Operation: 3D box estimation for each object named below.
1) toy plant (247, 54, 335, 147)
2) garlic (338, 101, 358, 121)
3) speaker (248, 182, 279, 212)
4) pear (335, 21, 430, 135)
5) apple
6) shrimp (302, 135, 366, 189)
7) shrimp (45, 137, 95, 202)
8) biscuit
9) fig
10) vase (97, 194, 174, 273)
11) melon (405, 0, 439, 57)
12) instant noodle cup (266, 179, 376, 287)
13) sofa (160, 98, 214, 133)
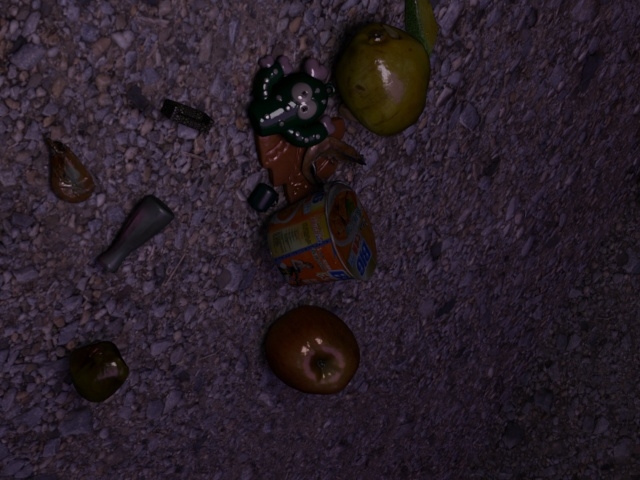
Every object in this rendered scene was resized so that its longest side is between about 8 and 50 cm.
[{"bbox_3d":[-0.068,-0.358,1.864,0.244,0.112,0.232,-1,105,-23],"label":"toy plant"},{"bbox_3d":[0.078,-0.363,2.022,0.041,0.053,0.083,-55,144,3],"label":"garlic"},{"bbox_3d":[-0.156,-0.118,2.012,0.075,0.060,0.094,-55,171,5],"label":"speaker"},{"bbox_3d":[0.170,-0.424,1.914,0.269,0.269,0.321,-44,148,-6],"label":"pear"},{"bbox_3d":[-0.015,0.360,2.295,0.310,0.250,0.277,4,116,-37],"label":"apple"},{"bbox_3d":[0.039,-0.212,2.039,0.219,0.046,0.152,11,108,-43],"label":"shrimp"},{"bbox_3d":[-0.580,-0.158,1.652,0.091,0.043,0.184,-26,132,-18],"label":"shrimp"},{"bbox_3d":[-0.065,-0.245,1.996,0.306,0.043,0.283,21,104,-44],"label":"biscuit"},{"bbox_3d":[-0.590,0.351,1.906,0.154,0.144,0.165,14,103,-16],"label":"fig"},{"bbox_3d":[-0.469,-0.012,1.815,0.214,0.086,0.086,-46,136,4],"label":"vase"},{"bbox_3d":[0.287,-0.634,2.009,0.114,0.053,0.261,-39,136,-21],"label":"melon"},{"bbox_3d":[0.000,0.000,2.021,0.214,0.296,0.296,-18,142,25],"label":"instant noodle cup"},{"bbox_3d":[-0.322,-0.301,1.746,0.118,0.060,0.039,14,112,-43],"label":"sofa"}]
